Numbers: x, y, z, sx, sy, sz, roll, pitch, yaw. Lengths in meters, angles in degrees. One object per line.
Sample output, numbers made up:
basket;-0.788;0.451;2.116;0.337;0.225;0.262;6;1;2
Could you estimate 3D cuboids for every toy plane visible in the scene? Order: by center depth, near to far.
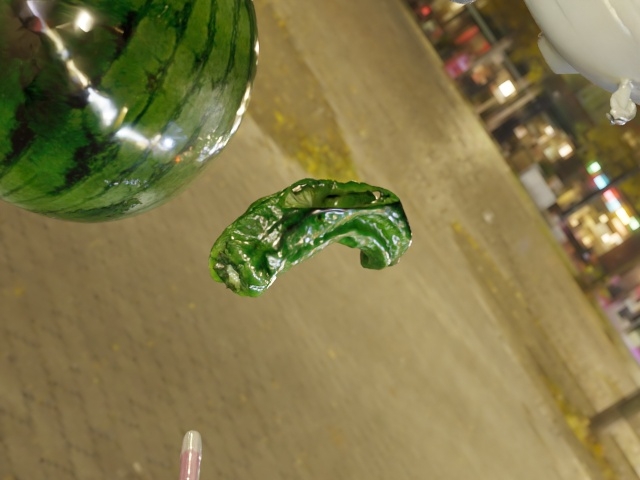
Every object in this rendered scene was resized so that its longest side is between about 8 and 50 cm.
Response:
toy plane;0.082;-0.171;0.548;0.107;0.182;0.273;-45;120;-35

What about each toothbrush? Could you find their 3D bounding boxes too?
toothbrush;-0.098;0.221;0.970;0.025;0.020;0.286;11;27;-6

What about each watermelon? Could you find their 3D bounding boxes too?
watermelon;-0.160;-0.133;0.952;0.242;0.242;0.242;53;10;-14

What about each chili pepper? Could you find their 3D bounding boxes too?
chili pepper;0.003;-0.006;0.872;0.050;0.073;0.182;29;19;35
